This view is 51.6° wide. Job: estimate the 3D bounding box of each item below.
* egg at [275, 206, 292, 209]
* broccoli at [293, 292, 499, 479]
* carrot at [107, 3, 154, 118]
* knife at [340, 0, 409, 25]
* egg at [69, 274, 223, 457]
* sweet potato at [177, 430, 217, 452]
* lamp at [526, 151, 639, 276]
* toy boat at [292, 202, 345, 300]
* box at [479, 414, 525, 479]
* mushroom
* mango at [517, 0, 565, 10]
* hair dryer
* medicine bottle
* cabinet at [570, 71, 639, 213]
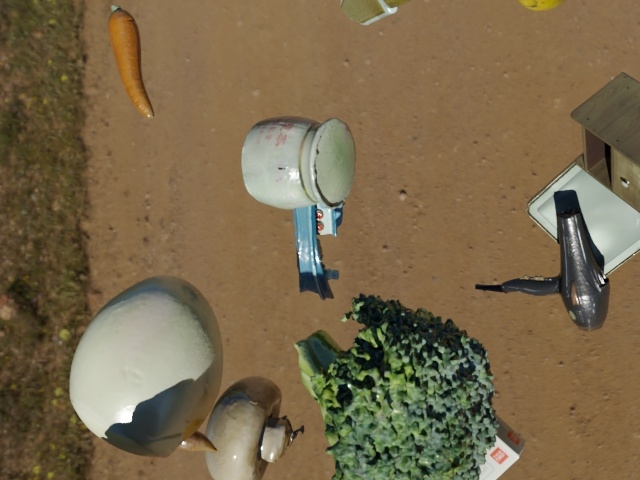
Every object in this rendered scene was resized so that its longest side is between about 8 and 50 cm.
[{"bbox_3d":[-0.040,-0.162,1.493,0.236,0.169,0.169,-23,66,-2],"label":"egg"},{"bbox_3d":[0.105,0.230,0.884,0.302,0.249,0.376,-106,8,-63],"label":"broccoli"},{"bbox_3d":[-0.214,-0.202,0.748,0.035,0.035,0.142,-20,82,35],"label":"carrot"},{"bbox_3d":[0.067,-0.285,0.750,0.027,0.061,0.343,-38,15,0],"label":"knife"},{"bbox_3d":[-0.328,0.237,1.285,0.283,0.283,0.345,11,81,39],"label":"egg"},{"bbox_3d":[-0.331,0.427,1.483,0.051,0.218,0.065,138,150,-73],"label":"sweet potato"},{"bbox_3d":[0.681,-0.075,1.602,0.266,0.047,0.269,43,123,1],"label":"lamp"},{"bbox_3d":[0.000,0.000,1.264,0.098,0.109,0.238,-4,104,-4],"label":"toy boat"},{"bbox_3d":[0.312,0.487,1.454,0.135,0.079,0.269,42,116,14],"label":"box"},{"bbox_3d":[-0.205,0.615,2.097,0.294,0.362,0.363,12,92,8],"label":"mushroom"},{"bbox_3d":[0.377,-0.457,1.107,0.098,0.195,0.137,47,118,20],"label":"mango"},{"bbox_3d":[0.529,0.081,1.658,0.359,0.120,0.304,-7,111,43],"label":"hair dryer"},{"bbox_3d":[-0.031,-0.124,1.053,0.143,0.147,0.148,5,87,30],"label":"medicine bottle"},{"bbox_3d":[0.625,-0.182,1.316,0.148,0.175,0.215,-38,53,0],"label":"cabinet"}]
